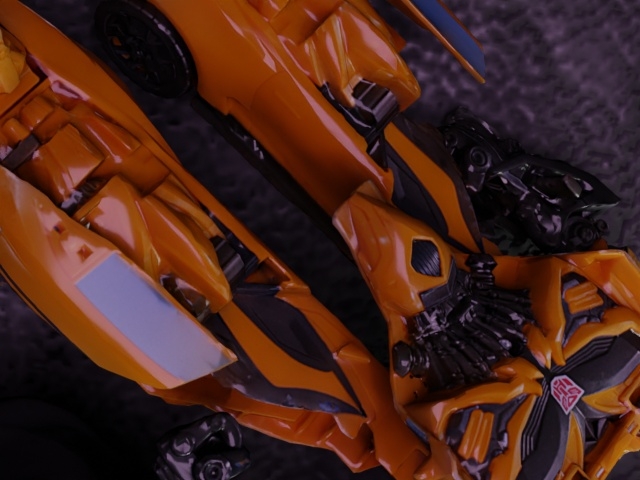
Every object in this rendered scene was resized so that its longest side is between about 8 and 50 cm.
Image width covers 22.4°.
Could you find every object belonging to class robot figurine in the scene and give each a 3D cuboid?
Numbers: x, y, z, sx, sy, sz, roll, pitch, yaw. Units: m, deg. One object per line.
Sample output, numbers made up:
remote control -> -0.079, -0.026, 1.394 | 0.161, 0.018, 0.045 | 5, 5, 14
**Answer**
robot figurine -> 0.000, 0.000, 0.518 | 0.291, 0.085, 0.211 | 44, 60, -5

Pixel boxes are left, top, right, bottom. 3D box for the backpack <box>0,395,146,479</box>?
backpack -> -0.122, 0.197, 0.545 | 0.253, 0.191, 0.225 | -43, 104, 4
